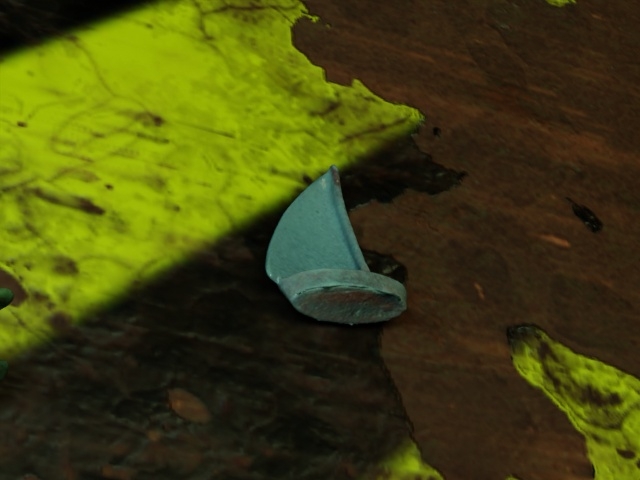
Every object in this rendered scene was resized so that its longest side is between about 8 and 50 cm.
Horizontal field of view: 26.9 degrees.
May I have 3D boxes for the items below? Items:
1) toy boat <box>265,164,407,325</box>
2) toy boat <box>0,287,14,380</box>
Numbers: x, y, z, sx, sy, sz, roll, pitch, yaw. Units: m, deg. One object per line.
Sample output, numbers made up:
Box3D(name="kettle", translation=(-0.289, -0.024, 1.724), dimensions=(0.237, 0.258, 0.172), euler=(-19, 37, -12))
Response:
Box3D(name="toy boat", translation=(0.000, 0.000, 0.857), dimensions=(0.096, 0.034, 0.122), euler=(6, 41, -26))
Box3D(name="toy boat", translation=(-0.259, 0.090, 0.571), dimensions=(0.055, 0.093, 0.293), euler=(30, 39, 24))
